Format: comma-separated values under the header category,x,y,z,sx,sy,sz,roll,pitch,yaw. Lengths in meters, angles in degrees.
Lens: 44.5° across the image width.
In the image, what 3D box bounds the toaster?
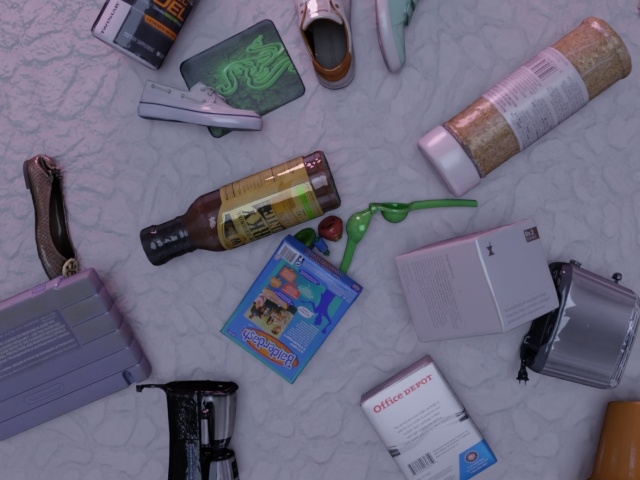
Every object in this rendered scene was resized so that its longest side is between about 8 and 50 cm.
category,x,y,z,sx,sy,sz,roll,pitch,yaw
toaster,0.430,0.152,1.298,0.147,0.129,0.226,17,91,1

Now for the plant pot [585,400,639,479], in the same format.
category,x,y,z,sx,sy,sz,roll,pitch,yaw
plant pot,0.535,0.362,1.273,0.205,0.205,0.187,4,76,4

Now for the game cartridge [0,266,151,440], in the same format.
category,x,y,z,sx,sy,sz,roll,pitch,yaw
game cartridge,-0.505,0.207,1.363,0.355,0.068,0.230,-23,105,4

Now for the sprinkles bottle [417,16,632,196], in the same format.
category,x,y,z,sx,sy,sz,roll,pitch,yaw
sprinkles bottle,0.336,-0.220,1.298,0.355,0.121,0.121,-36,89,4

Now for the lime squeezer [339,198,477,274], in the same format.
category,x,y,z,sx,sy,sz,roll,pitch,yaw
lime squeezer,0.117,-0.020,1.351,0.310,0.059,0.110,-33,89,3

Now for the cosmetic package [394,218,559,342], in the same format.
category,x,y,z,sx,sy,sz,roll,pitch,yaw
cosmetic package,0.249,0.066,1.256,0.151,0.184,0.151,-17,90,-39

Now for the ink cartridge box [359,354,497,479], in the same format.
category,x,y,z,sx,sy,sz,roll,pitch,yaw
ink cartridge box,0.181,0.320,1.338,0.148,0.086,0.203,-32,88,4

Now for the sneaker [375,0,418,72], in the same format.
category,x,y,z,sx,sy,sz,roll,pitch,yaw
sneaker,0.167,-0.416,1.321,0.151,0.094,0.255,-3,92,1

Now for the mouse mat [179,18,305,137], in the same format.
category,x,y,z,sx,sy,sz,roll,pitch,yaw
mouse mat,-0.140,-0.287,1.387,0.190,0.007,0.152,-26,89,3

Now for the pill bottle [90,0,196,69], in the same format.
category,x,y,z,sx,sy,sz,roll,pitch,yaw
pill bottle,-0.278,-0.427,1.331,0.130,0.130,0.245,29,93,3

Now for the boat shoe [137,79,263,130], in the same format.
category,x,y,z,sx,sy,sz,roll,pitch,yaw
boat shoe,-0.208,-0.236,1.348,0.226,0.083,0.075,8,95,7

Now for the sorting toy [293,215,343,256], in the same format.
category,x,y,z,sx,sy,sz,roll,pitch,yaw
sorting toy,0.000,0.000,1.367,0.102,0.061,0.042,-29,125,11

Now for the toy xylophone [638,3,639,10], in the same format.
category,x,y,z,sx,sy,sz,roll,pitch,yaw
toy xylophone,0.693,-0.462,1.289,0.236,0.081,0.322,45,94,2

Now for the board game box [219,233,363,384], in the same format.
category,x,y,z,sx,sy,sz,roll,pitch,yaw
board game box,-0.051,0.119,1.347,0.160,0.047,0.210,37,107,2

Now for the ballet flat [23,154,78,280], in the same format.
category,x,y,z,sx,sy,sz,roll,pitch,yaw
ballet flat,-0.467,-0.032,1.381,0.058,0.084,0.249,-14,85,5

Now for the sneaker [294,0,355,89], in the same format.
category,x,y,z,sx,sy,sz,roll,pitch,yaw
sneaker,0.007,-0.408,1.318,0.106,0.123,0.290,-14,89,6

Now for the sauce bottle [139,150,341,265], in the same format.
category,x,y,z,sx,sy,sz,roll,pitch,yaw
sauce bottle,-0.138,-0.046,1.342,0.345,0.111,0.111,-22,90,6

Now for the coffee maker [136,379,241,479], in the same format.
category,x,y,z,sx,sy,sz,roll,pitch,yaw
coffee maker,-0.224,0.339,1.364,0.171,0.120,0.178,1,90,27
